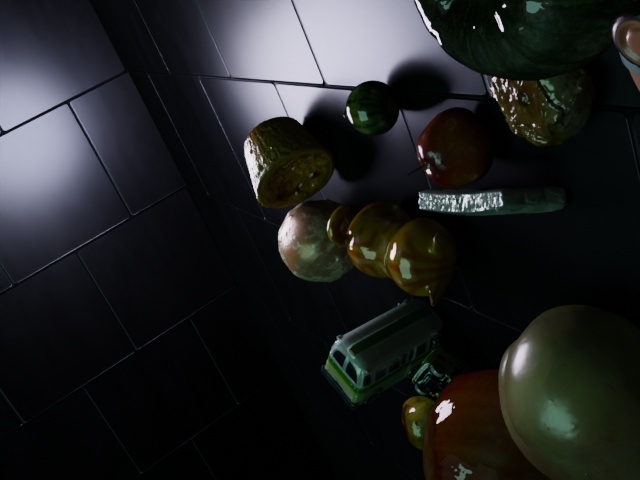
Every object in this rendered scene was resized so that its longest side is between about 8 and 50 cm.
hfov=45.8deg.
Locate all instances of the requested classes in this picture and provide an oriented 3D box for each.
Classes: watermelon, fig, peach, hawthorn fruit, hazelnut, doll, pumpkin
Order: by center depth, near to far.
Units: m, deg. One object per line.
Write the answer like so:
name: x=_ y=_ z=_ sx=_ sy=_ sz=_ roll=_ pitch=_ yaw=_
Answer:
pumpkin: x=0.207 y=-0.309 z=0.803 sx=0.300 sy=0.207 sz=0.300 roll=47 pitch=159 yaw=24
peach: x=0.401 y=0.246 z=1.147 sx=0.292 sy=0.247 sz=0.292 roll=171 pitch=90 yaw=-69
hawthorn fruit: x=0.207 y=-0.142 z=1.203 sx=0.125 sy=0.140 sz=0.125 roll=54 pitch=-160 yaw=-30
watermelon: x=0.092 y=-0.240 z=1.363 sx=0.109 sy=0.109 sz=0.109 roll=47 pitch=159 yaw=25
hazelnut: x=0.369 y=0.425 z=1.442 sx=0.366 sy=0.366 sz=0.366 roll=47 pitch=159 yaw=25
doll: x=0.162 y=0.015 z=1.507 sx=0.269 sy=0.162 sz=0.167 roll=16 pitch=122 yaw=47
fig: x=0.277 y=0.487 z=2.017 sx=0.153 sy=0.121 sz=0.136 roll=50 pitch=164 yaw=19

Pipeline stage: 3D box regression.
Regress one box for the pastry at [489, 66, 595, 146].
pastry: x=0.286 y=-0.196 z=0.987 sx=0.153 sy=0.081 sz=0.153 roll=54 pitch=171 yaw=13

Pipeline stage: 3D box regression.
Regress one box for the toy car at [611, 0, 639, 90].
toy car: x=0.402 y=-0.157 z=0.646 sx=0.212 sy=0.180 sz=0.270 roll=55 pitch=164 yaw=-29

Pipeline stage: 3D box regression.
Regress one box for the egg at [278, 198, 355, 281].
egg: x=0.000 y=0.000 z=1.798 sx=0.203 sy=0.203 sz=0.245 roll=58 pitch=160 yaw=-5

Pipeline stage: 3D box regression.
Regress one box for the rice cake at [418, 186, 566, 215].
rice cake: x=0.266 y=-0.062 z=1.198 sx=0.237 sy=0.127 sz=0.043 roll=-171 pitch=78 yaw=-67

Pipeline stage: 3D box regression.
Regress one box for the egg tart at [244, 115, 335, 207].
egg tart: x=-0.079 y=-0.188 z=1.747 sx=0.202 sy=0.202 sz=0.147 roll=88 pitch=158 yaw=-56

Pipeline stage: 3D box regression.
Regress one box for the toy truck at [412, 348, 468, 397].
toy truck: x=0.308 y=0.316 z=1.678 sx=0.191 sy=0.116 sz=0.085 roll=32 pitch=126 yaw=5

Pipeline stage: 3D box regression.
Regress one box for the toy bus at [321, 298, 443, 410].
toy bus: x=0.153 y=0.244 z=1.714 sx=0.133 sy=0.276 sz=0.165 roll=48 pitch=147 yaw=29
